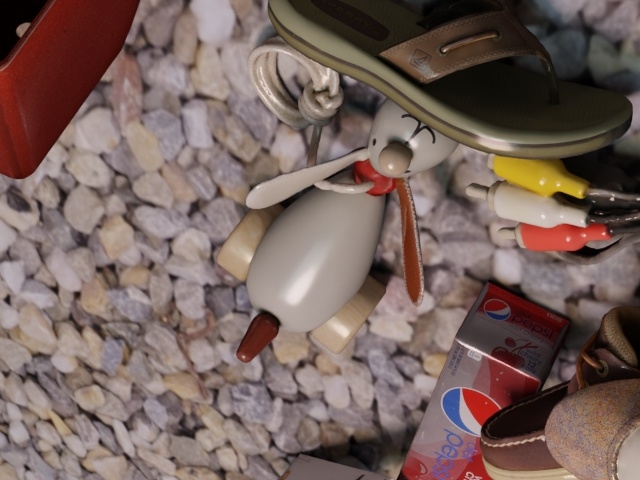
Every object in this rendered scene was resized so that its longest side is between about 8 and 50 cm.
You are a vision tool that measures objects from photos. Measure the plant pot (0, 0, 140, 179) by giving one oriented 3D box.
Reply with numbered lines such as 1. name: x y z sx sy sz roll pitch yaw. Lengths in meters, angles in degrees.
1. plant pot: -0.295 -0.209 1.250 0.267 0.267 0.235 23 151 12

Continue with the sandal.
1. sandal: 0.098 -0.149 1.146 0.303 0.120 0.086 26 126 10

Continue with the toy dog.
1. toy dog: 0.000 0.000 1.316 0.220 0.161 0.333 21 138 14

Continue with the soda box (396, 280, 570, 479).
1. soda box: 0.153 0.163 1.437 0.092 0.083 0.263 27 140 10

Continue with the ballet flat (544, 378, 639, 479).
1. ballet flat: 0.320 0.175 1.110 0.316 0.106 0.107 9 103 14

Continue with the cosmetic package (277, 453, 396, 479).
1. cosmetic package: 0.011 0.289 1.580 0.060 0.099 0.239 50 160 -14

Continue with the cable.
1. cable: 0.244 -0.012 1.173 0.287 0.072 0.139 17 142 45

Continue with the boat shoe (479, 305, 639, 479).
1. boat shoe: 0.266 0.105 1.226 0.342 0.123 0.123 -22 107 35
